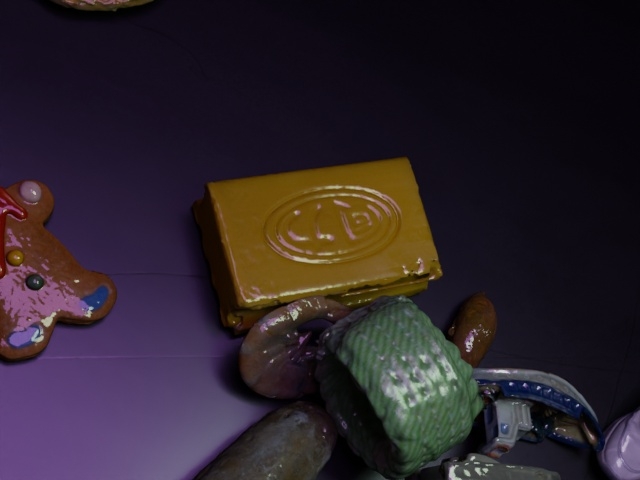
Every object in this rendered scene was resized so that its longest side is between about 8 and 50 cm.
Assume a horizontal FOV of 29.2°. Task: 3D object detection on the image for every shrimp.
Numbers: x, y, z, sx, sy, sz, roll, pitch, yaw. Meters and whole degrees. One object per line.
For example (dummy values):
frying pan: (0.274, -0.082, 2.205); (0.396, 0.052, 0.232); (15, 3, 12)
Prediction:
shrimp: (0.002, 0.140, 1.676); (0.254, 0.059, 0.145); (-6, 107, -25)

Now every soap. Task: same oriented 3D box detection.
soap: (0.001, 0.000, 1.730); (0.324, 0.096, 0.204); (-10, 73, -23)

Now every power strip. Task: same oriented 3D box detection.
power strip: (0.211, 0.324, 1.585); (0.251, 0.257, 0.092); (15, 70, -15)

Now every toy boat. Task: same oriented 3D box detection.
toy boat: (0.289, 0.252, 1.721); (0.262, 0.114, 0.115); (11, 54, -25)

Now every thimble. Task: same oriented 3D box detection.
thimble: (0.097, 0.186, 1.587); (0.150, 0.219, 0.219); (-29, 81, -21)

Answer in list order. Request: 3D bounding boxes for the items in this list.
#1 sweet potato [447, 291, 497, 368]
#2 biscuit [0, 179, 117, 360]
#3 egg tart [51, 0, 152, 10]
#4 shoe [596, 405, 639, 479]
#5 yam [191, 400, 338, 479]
sweet potato: (0.208, 0.157, 1.763); (0.068, 0.068, 0.226); (29, 63, -7)
biscuit: (-0.427, 0.000, 1.605); (0.205, 0.049, 0.324); (-33, 81, -27)
egg tart: (-0.334, -0.465, 1.788); (0.288, 0.118, 0.288); (5, 69, -14)
shoe: (0.507, 0.260, 1.790); (0.095, 0.137, 0.245); (47, 61, 7)
yam: (-0.099, 0.328, 1.553); (0.133, 0.133, 0.330); (46, 58, 2)
